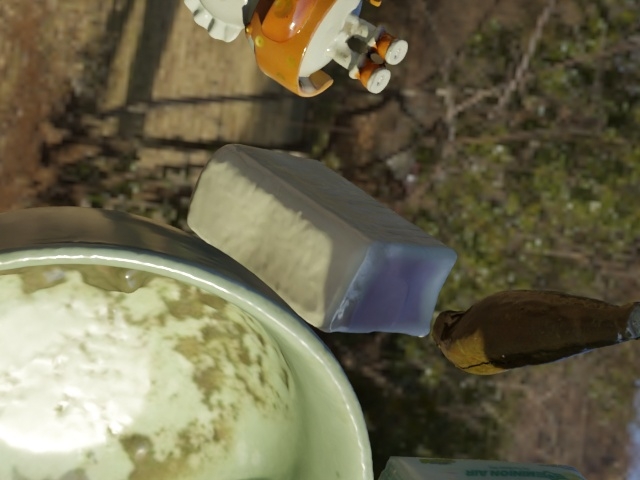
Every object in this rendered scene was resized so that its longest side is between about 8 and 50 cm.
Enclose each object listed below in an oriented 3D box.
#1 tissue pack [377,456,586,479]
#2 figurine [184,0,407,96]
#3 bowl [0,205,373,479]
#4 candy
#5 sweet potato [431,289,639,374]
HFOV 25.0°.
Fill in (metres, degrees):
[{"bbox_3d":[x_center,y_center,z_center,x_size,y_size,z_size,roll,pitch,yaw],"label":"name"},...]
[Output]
[{"bbox_3d":[0.251,0.406,1.623,0.388,0.287,0.162,49,-54,53],"label":"tissue pack"},{"bbox_3d":[-0.036,-0.232,1.382,0.271,0.143,0.143,37,-45,34],"label":"figurine"},{"bbox_3d":[-0.129,0.094,0.726,0.146,0.289,0.289,-111,-155,-59],"label":"bowl"},{"bbox_3d":[-0.001,-0.002,2.006,0.359,0.208,0.145,37,-68,43],"label":"candy"},{"bbox_3d":[0.222,0.090,1.531,0.286,0.112,0.085,-18,-95,48],"label":"sweet potato"}]
